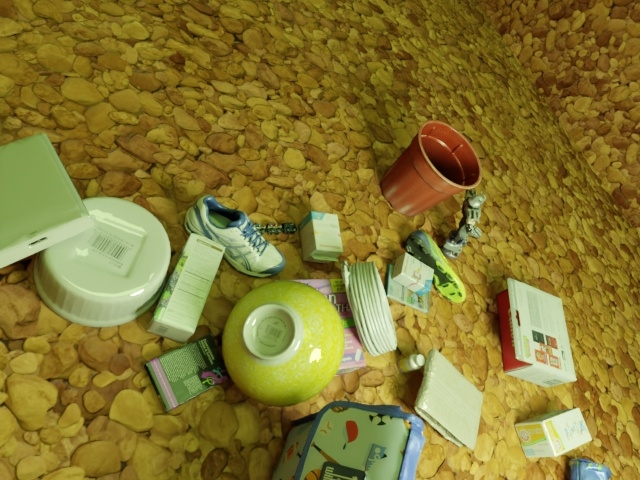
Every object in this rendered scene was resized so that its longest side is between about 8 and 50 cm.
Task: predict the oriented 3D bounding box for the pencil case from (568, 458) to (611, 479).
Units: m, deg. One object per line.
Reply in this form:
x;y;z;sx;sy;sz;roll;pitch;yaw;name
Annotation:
0.812;0.821;1.372;0.133;0.119;0.306;54;45;-25;pencil case

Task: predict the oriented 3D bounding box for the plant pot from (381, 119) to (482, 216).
0.369;-0.230;1.591;0.272;0.265;0.272;15;57;-24;plant pot

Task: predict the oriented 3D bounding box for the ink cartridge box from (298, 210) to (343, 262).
0.000;0.000;1.341;0.092;0.090;0.143;7;62;-29;ink cartridge box

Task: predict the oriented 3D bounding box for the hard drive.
-0.617;-0.092;0.926;0.203;0.040;0.307;-29;58;-22;hard drive

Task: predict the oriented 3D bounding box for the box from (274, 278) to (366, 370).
-0.023;0.232;1.178;0.214;0.117;0.243;2;63;-31;box

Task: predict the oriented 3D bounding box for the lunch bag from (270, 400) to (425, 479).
0.034;0.510;0.883;0.239;0.385;0.327;34;52;-12;lunch bag

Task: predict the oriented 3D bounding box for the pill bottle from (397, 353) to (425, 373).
0.264;0.355;1.312;0.043;0.083;0.043;15;57;-25;pill bottle

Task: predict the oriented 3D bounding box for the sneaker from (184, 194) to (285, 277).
-0.211;-0.006;1.186;0.296;0.131;0.112;30;50;-17;sneaker

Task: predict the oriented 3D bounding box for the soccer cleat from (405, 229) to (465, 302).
0.409;0.081;1.556;0.289;0.093;0.121;51;43;2;soccer cleat

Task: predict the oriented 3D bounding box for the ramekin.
-0.467;0.038;0.994;0.277;0.135;0.277;16;57;-25;ramekin

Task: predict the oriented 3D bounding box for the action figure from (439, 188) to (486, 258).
0.508;-0.062;1.571;0.099;0.285;0.185;20;50;7;action figure

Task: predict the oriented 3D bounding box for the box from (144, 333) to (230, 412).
-0.297;0.296;1.026;0.162;0.029;0.116;-20;77;-37;box

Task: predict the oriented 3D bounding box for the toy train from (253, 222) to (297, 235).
-0.139;-0.036;1.314;0.158;0.027;0.036;-4;63;-34;toy train

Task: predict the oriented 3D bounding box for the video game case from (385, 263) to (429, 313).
0.286;0.158;1.483;0.166;0.015;0.119;24;53;-19;video game case

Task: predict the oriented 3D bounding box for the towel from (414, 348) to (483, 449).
0.373;0.461;1.304;0.282;0.049;0.187;45;50;-25;towel

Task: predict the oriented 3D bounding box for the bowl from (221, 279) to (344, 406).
-0.095;0.212;0.995;0.290;0.156;0.289;-2;69;6;bowl

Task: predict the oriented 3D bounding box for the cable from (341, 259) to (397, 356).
0.140;0.182;1.236;0.089;0.257;0.257;-16;73;9;cable

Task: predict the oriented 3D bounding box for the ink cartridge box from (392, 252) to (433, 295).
0.301;0.110;1.475;0.122;0.052;0.088;30;52;-13;ink cartridge box

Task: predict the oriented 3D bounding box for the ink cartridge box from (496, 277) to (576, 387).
0.727;0.321;1.596;0.272;0.130;0.309;22;54;-19;ink cartridge box

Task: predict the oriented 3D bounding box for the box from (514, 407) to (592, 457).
0.743;0.614;1.449;0.203;0.114;0.103;-1;66;-32;box

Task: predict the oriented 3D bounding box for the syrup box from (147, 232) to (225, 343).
-0.315;0.111;1.076;0.096;0.093;0.236;25;54;-18;syrup box
